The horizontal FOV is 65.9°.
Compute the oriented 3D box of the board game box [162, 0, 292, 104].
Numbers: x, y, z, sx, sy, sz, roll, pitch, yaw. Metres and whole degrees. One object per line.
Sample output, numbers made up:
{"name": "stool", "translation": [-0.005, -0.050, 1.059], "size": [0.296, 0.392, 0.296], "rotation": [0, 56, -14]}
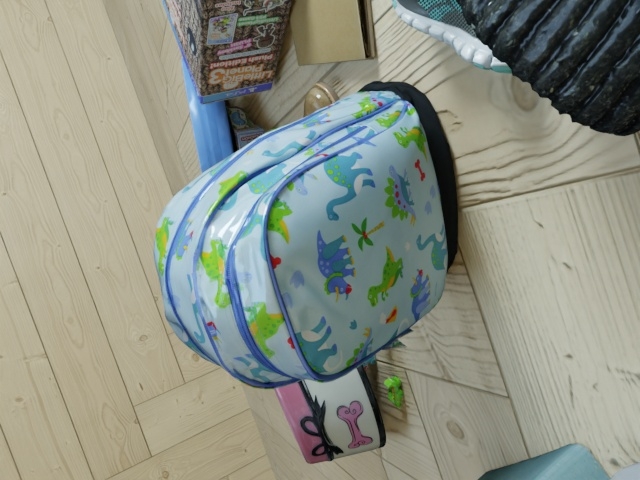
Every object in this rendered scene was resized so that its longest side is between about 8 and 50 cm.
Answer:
{"name": "board game box", "translation": [-0.163, -0.411, 0.805], "size": [0.232, 0.141, 0.291], "rotation": [68, 161, 12]}

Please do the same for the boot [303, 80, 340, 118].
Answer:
{"name": "boot", "translation": [-0.017, -0.101, 0.806], "size": [0.112, 0.115, 0.306], "rotation": [50, 149, 42]}

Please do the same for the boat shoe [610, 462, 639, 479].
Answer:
{"name": "boat shoe", "translation": [0.329, 0.240, 0.340], "size": [0.088, 0.096, 0.267], "rotation": [65, 158, 0]}

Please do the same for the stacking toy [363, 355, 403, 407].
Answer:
{"name": "stacking toy", "translation": [0.072, 0.188, 0.924], "size": [0.167, 0.052, 0.221], "rotation": [21, 128, 61]}

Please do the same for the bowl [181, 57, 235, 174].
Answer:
{"name": "bowl", "translation": [-0.250, -0.225, 1.161], "size": [0.391, 0.077, 0.392], "rotation": [170, 90, -79]}

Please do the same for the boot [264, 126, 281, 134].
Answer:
{"name": "boot", "translation": [-0.129, -0.086, 0.904], "size": [0.095, 0.203, 0.262], "rotation": [-4, 89, 54]}

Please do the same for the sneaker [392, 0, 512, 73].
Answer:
{"name": "sneaker", "translation": [0.134, -0.220, 0.457], "size": [0.166, 0.064, 0.076], "rotation": [48, 133, 35]}

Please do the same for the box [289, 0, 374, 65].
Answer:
{"name": "box", "translation": [0.004, -0.331, 0.685], "size": [0.201, 0.021, 0.165], "rotation": [28, 134, 57]}

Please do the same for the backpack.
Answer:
{"name": "backpack", "translation": [0.000, 0.000, 0.542], "size": [0.273, 0.355, 0.291], "rotation": [25, 130, 58]}

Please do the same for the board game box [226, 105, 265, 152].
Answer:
{"name": "board game box", "translation": [-0.155, -0.196, 1.076], "size": [0.194, 0.060, 0.194], "rotation": [96, 159, -54]}

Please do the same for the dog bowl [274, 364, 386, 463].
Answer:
{"name": "dog bowl", "translation": [-0.033, 0.252, 0.995], "size": [0.408, 0.150, 0.408], "rotation": [60, 167, 24]}

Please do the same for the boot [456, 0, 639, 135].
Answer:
{"name": "boot", "translation": [0.157, -0.255, 0.265], "size": [0.348, 0.131, 0.260], "rotation": [64, 157, 12]}

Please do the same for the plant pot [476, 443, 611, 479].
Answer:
{"name": "plant pot", "translation": [0.214, 0.416, 0.539], "size": [0.247, 0.252, 0.248], "rotation": [59, 155, 24]}
